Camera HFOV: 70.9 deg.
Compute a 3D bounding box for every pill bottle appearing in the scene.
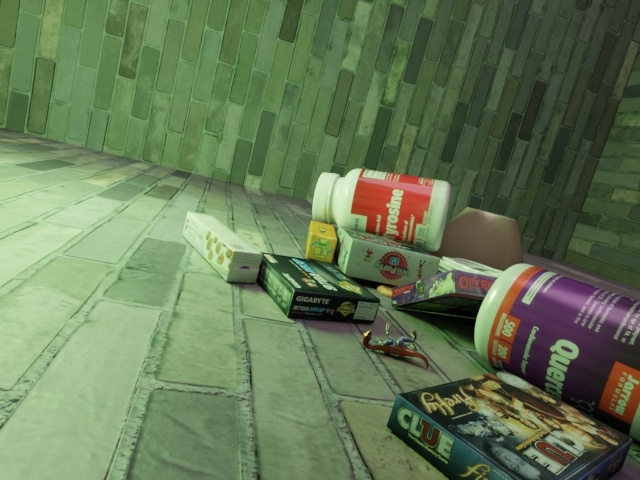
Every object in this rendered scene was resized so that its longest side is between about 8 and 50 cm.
[{"bbox_3d":[0.192,-0.105,1.441,0.408,0.229,0.229,10,8,13],"label":"pill bottle"},{"bbox_3d":[0.411,0.165,0.664,0.181,0.181,0.323,5,14,-46],"label":"pill bottle"}]

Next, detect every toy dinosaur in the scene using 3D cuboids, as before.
[{"bbox_3d":[0.108,0.157,0.683,0.082,0.047,0.090,-9,29,-20],"label":"toy dinosaur"}]

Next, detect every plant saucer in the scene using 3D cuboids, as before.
[{"bbox_3d":[0.174,0.121,1.059,0.083,0.013,0.083,14,9,-2],"label":"plant saucer"}]

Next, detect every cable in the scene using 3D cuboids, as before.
[{"bbox_3d":[0.451,0.120,1.268,0.257,0.089,0.257,20,10,33],"label":"cable"}]

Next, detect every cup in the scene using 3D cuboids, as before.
[{"bbox_3d":[0.558,0.018,1.562,0.331,0.237,0.331,15,10,-3],"label":"cup"}]

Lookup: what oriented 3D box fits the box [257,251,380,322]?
[{"bbox_3d":[-0.017,0.086,0.857,0.175,0.051,0.220,10,11,-27],"label":"box"}]

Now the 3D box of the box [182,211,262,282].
[{"bbox_3d":[-0.220,0.007,0.966,0.067,0.063,0.324,10,11,-35],"label":"box"}]

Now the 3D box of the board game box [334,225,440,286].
[{"bbox_3d":[0.160,0.043,1.204,0.224,0.097,0.303,13,7,-6],"label":"board game box"}]

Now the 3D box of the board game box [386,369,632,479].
[{"bbox_3d":[0.216,0.215,0.500,0.243,0.042,0.165,6,13,-42],"label":"board game box"}]

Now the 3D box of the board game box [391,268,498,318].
[{"bbox_3d":[0.348,0.125,0.931,0.347,0.056,0.208,11,-15,-22],"label":"board game box"}]

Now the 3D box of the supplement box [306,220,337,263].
[{"bbox_3d":[0.000,0.000,1.303,0.078,0.080,0.233,13,8,-3],"label":"supplement box"}]
